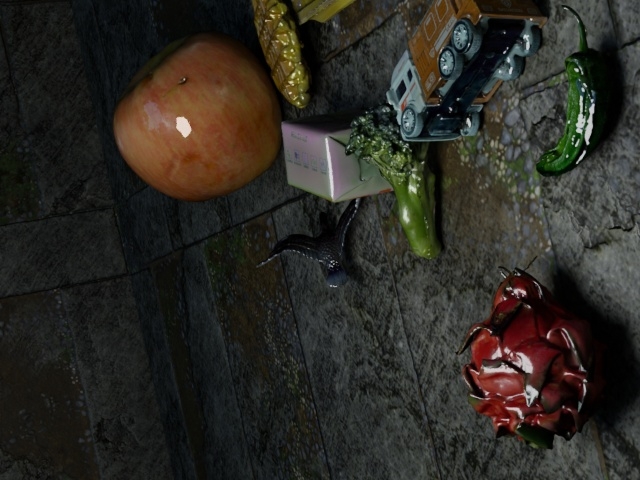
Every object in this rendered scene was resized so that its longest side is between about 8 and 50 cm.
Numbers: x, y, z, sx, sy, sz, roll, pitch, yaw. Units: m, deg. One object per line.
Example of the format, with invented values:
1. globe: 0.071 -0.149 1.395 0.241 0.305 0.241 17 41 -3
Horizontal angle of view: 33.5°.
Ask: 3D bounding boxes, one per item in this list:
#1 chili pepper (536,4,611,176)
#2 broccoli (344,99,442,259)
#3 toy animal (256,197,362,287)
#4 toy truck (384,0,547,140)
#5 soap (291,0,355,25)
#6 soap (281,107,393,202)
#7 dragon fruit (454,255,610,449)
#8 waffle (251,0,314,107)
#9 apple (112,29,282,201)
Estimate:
1. chili pepper: 0.371 -0.191 1.528 0.122 0.065 0.278 47 143 40
2. broccoli: 0.151 -0.101 1.900 0.146 0.165 0.304 -5 117 38
3. toy animal: 0.007 0.012 2.246 0.160 0.273 0.197 64 -168 -8
4. toy truck: 0.219 -0.299 1.709 0.305 0.136 0.162 -57 43 50
5. soap: 0.018 -0.518 2.069 0.233 0.076 0.135 -21 83 62
6. soap: 0.048 -0.166 2.027 0.199 0.182 0.138 26 123 58
7. dragon fruit: 0.329 0.166 1.607 0.234 0.234 0.293 -13 75 63
8. waffle: -0.088 -0.420 2.245 0.301 0.058 0.281 -129 22 -66
9. apple: -0.272 -0.270 2.402 0.346 0.391 0.391 51 161 -22
